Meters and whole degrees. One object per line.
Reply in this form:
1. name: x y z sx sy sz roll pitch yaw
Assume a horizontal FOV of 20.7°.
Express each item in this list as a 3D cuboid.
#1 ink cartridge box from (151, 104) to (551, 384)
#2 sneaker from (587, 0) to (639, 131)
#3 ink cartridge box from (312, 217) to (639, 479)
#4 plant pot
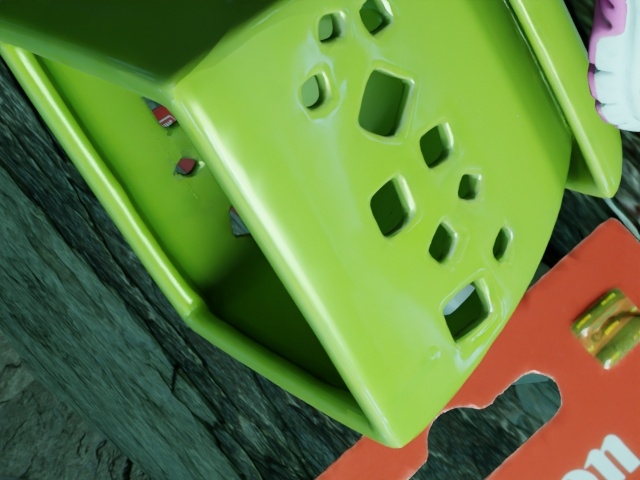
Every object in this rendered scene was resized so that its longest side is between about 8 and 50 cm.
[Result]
1. ink cartridge box: 0.000 0.000 1.157 0.261 0.066 0.296 39 160 -13
2. sneaker: 0.150 -0.102 0.604 0.111 0.103 0.252 6 168 18
3. ink cartridge box: 0.183 0.203 0.848 0.385 0.308 0.091 47 163 10
4. plant pot: 0.004 -0.069 0.871 0.228 0.207 0.227 23 151 55
